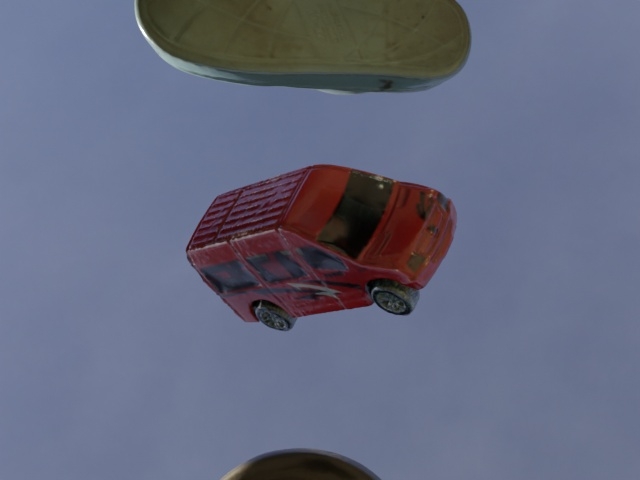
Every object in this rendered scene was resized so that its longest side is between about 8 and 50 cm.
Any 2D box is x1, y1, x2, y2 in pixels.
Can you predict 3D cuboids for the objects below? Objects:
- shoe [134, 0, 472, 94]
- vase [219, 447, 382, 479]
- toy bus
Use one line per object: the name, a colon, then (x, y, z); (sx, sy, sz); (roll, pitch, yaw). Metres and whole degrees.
shoe: (-0.011, -0.117, 0.703); (0.195, 0.078, 0.079); (3, -108, -6)
vase: (-0.047, 0.313, 0.907); (0.302, 0.241, 0.329); (28, -86, 17)
toy bus: (0.000, 0.000, 0.801); (0.195, 0.089, 0.081); (-12, -138, 49)
